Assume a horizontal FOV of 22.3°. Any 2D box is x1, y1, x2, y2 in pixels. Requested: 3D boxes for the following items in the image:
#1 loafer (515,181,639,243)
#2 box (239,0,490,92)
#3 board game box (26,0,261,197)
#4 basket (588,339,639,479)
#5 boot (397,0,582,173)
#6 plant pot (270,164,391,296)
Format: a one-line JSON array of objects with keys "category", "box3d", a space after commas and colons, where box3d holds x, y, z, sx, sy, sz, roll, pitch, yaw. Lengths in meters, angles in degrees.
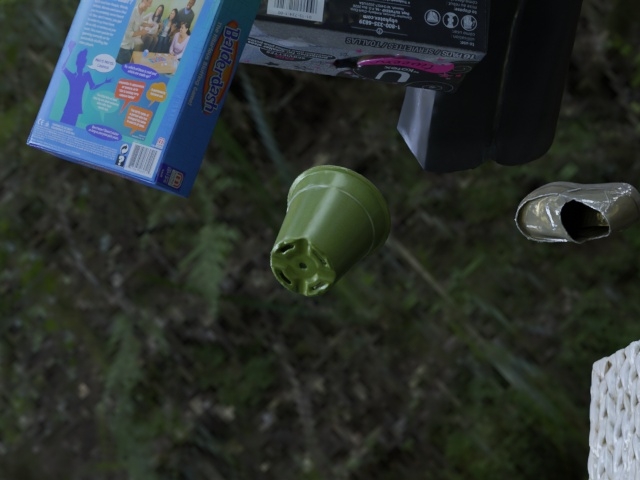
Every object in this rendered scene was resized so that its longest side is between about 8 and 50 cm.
[{"category": "loafer", "box3d": [0.238, -0.026, 1.542, 0.050, 0.056, 0.148, -31, 13, -39]}, {"category": "box", "box3d": [0.043, -0.259, 1.687, 0.142, 0.247, 0.163, 126, 150, -75]}, {"category": "board game box", "box3d": [-0.142, -0.155, 1.341, 0.047, 0.160, 0.210, 23, -94, -52]}, {"category": "basket", "box3d": [0.487, 0.273, 1.757, 0.266, 0.328, 0.331, -38, 39, 51]}, {"category": "boot", "box3d": [0.309, -0.288, 1.991, 0.146, 0.367, 0.445, -103, 17, -54]}, {"category": "plant pot", "box3d": [0.000, 0.000, 1.198, 0.083, 0.083, 0.079, -50, 4, 40]}]
